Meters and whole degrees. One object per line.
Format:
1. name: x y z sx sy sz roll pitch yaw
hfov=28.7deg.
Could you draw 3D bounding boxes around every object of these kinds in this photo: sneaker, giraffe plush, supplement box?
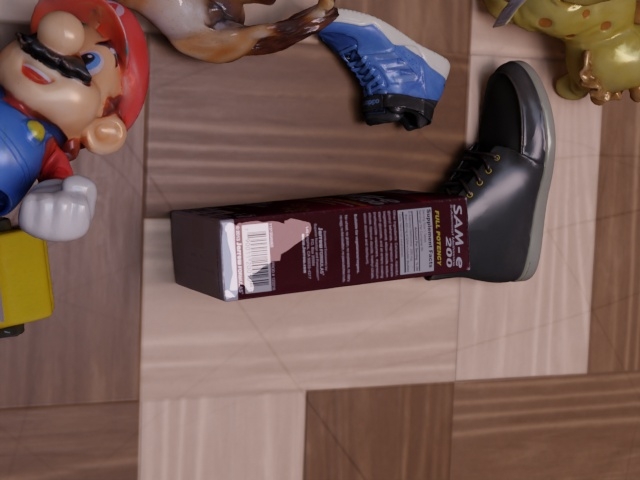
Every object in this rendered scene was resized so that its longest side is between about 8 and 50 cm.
1. sneaker: 0.157 -0.065 1.222 0.118 0.083 0.222 -3 98 -24
2. giraffe plush: 0.279 -0.221 1.227 0.210 0.181 0.170 -45 120 -6
3. sneaker: 0.051 -0.155 1.175 0.152 0.058 0.084 23 77 -32
4. supplement box: 0.000 0.000 1.129 0.240 0.130 0.073 -6 98 -25

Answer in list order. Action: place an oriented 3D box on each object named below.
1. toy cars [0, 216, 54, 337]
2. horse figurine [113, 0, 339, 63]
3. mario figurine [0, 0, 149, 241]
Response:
1. toy cars: -0.381 -0.016 0.971 0.394 0.087 0.176 36 80 -24
2. horse figurine: -0.104 -0.216 1.061 0.263 0.174 0.066 27 50 -38
3. mario figurine: -0.244 -0.101 0.943 0.198 0.170 0.320 57 48 -22
